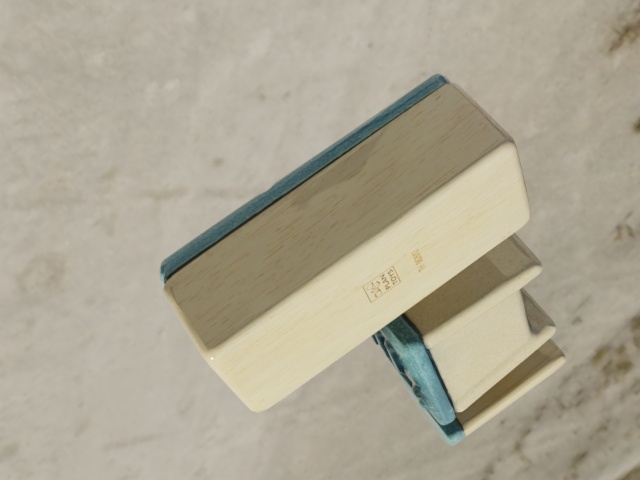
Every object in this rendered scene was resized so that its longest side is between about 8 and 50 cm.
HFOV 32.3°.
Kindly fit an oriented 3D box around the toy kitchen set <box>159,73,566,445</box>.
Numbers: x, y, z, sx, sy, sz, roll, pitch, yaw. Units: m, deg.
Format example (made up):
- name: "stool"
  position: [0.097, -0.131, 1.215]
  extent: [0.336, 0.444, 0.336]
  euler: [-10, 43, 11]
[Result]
- name: "toy kitchen set"
  position: [0.000, 0.000, 0.475]
  extent: [0.122, 0.166, 0.207]
  euler: [-35, 146, -4]
